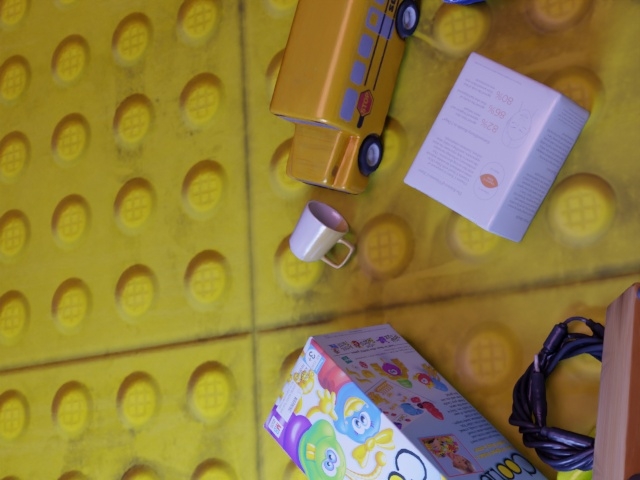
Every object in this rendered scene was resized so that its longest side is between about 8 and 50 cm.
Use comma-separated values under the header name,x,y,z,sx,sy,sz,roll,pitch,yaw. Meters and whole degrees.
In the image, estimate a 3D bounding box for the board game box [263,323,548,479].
name,x,y,z,sx,sy,sz,roll,pitch,yaw
board game box,0.091,0.238,1.320,0.275,0.144,0.142,44,121,32

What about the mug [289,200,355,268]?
name,x,y,z,sx,sy,sz,roll,pitch,yaw
mug,-0.003,-0.002,1.499,0.064,0.062,0.078,-54,50,23

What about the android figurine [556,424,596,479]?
name,x,y,z,sx,sy,sz,roll,pitch,yaw
android figurine,0.345,0.297,1.206,0.248,0.056,0.273,42,104,32

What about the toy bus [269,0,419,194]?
name,x,y,z,sx,sy,sz,roll,pitch,yaw
toy bus,0.030,-0.232,1.475,0.108,0.130,0.333,15,89,35

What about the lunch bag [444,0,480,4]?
name,x,y,z,sx,sy,sz,roll,pitch,yaw
lunch bag,0.186,-0.320,1.429,0.098,0.065,0.067,-9,92,31

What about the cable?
name,x,y,z,sx,sy,sz,roll,pitch,yaw
cable,0.270,0.168,1.250,0.150,0.047,0.184,-46,36,9

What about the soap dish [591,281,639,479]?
name,x,y,z,sx,sy,sz,roll,pitch,yaw
soap dish,0.367,0.169,1.076,0.229,0.118,0.291,6,50,13

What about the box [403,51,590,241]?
name,x,y,z,sx,sy,sz,roll,pitch,yaw
box,0.201,-0.106,1.359,0.130,0.091,0.170,33,100,33
